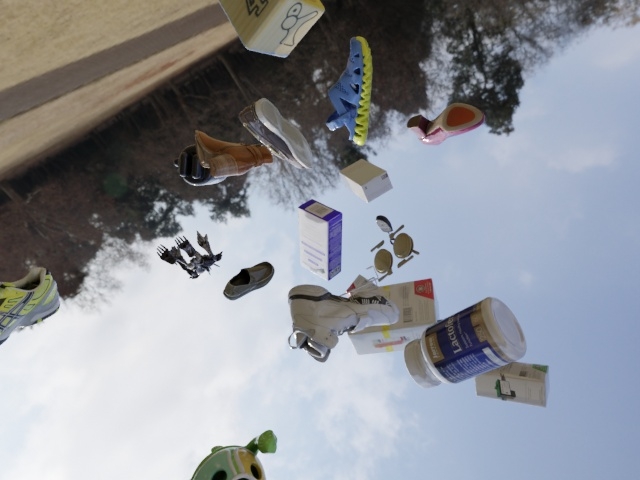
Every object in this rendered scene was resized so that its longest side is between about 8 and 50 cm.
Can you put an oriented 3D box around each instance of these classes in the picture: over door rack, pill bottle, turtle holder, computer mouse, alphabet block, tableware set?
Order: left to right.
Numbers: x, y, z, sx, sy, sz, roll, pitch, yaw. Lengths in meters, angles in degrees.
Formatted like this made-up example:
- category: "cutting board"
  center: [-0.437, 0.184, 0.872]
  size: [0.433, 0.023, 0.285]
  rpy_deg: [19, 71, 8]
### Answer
- category: "turtle holder"
  center: [-0.266, 0.796, 1.439]
  size: [0.320, 0.244, 0.227]
  rpy_deg: [-15, 171, -29]
- category: "alphabet block"
  center: [-0.142, -0.685, 1.284]
  size: [0.197, 0.194, 0.192]
  rpy_deg: [-36, 171, 35]
- category: "over door rack"
  center: [0.116, 0.256, 1.801]
  size: [0.324, 0.108, 0.239]
  rpy_deg: [-35, 163, -5]
- category: "computer mouse"
  center: [0.336, -0.041, 2.098]
  size: [0.071, 0.242, 0.041]
  rpy_deg: [3, -127, 44]
- category: "tableware set"
  center: [0.250, 0.046, 1.478]
  size: [0.194, 0.039, 0.129]
  rpy_deg: [-44, -132, 46]
- category: "pill bottle"
  center: [0.342, 0.258, 1.076]
  size: [0.264, 0.153, 0.153]
  rpy_deg: [-38, -163, 34]

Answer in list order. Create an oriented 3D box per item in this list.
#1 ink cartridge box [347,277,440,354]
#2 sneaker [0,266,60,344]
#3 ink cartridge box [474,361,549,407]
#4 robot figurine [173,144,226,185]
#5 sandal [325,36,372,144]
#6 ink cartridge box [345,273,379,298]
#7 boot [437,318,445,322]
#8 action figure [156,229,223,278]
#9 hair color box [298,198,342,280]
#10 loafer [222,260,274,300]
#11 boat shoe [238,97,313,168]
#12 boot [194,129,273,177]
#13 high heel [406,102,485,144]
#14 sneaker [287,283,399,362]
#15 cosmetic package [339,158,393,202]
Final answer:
- category: "ink cartridge box"
  center: [0.332, 0.344, 1.986]
  size: [0.384, 0.161, 0.279]
  rpy_deg: [-11, -144, 18]
- category: "sneaker"
  center: [-0.897, 0.194, 1.199]
  size: [0.145, 0.147, 0.385]
  rpy_deg: [12, -156, 10]
- category: "ink cartridge box"
  center: [0.654, 0.478, 1.507]
  size: [0.219, 0.093, 0.160]
  rpy_deg: [-1, -175, 32]
- category: "robot figurine"
  center: [-0.502, -0.323, 1.909]
  size: [0.173, 0.209, 0.278]
  rpy_deg: [-43, 179, 17]
- category: "sandal"
  center: [0.085, -0.442, 1.329]
  size: [0.138, 0.318, 0.126]
  rpy_deg: [7, -146, 6]
- category: "ink cartridge box"
  center: [0.248, 0.299, 2.397]
  size: [0.176, 0.127, 0.128]
  rpy_deg: [33, -110, 25]
- category: "boot"
  center: [0.622, 0.368, 1.752]
  size: [0.222, 0.338, 0.118]
  rpy_deg: [-22, -120, 24]
- category: "action figure"
  center: [-0.454, 0.047, 1.571]
  size: [0.164, 0.141, 0.276]
  rpy_deg: [-33, 163, 1]
- category: "hair color box"
  center: [0.000, 0.000, 2.032]
  size: [0.185, 0.339, 0.110]
  rpy_deg: [28, -136, 33]
- category: "loafer"
  center: [-0.282, 0.153, 1.793]
  size: [0.251, 0.094, 0.088]
  rpy_deg: [-35, 155, -38]
- category: "boat shoe"
  center: [-0.137, -0.336, 1.465]
  size: [0.096, 0.324, 0.117]
  rpy_deg: [-16, -121, 26]
- category: "boot"
  center: [-0.316, -0.326, 1.573]
  size: [0.220, 0.109, 0.283]
  rpy_deg: [-19, -141, -26]
- category: "high heel"
  center: [0.531, -0.448, 1.766]
  size: [0.377, 0.181, 0.127]
  rpy_deg: [23, -92, 57]
- category: "sneaker"
  center: [0.069, 0.268, 1.366]
  size: [0.137, 0.365, 0.211]
  rpy_deg: [111, -13, -52]
- category: "cosmetic package"
  center: [0.171, -0.234, 1.702]
  size: [0.117, 0.086, 0.231]
  rpy_deg: [-30, -151, -5]
